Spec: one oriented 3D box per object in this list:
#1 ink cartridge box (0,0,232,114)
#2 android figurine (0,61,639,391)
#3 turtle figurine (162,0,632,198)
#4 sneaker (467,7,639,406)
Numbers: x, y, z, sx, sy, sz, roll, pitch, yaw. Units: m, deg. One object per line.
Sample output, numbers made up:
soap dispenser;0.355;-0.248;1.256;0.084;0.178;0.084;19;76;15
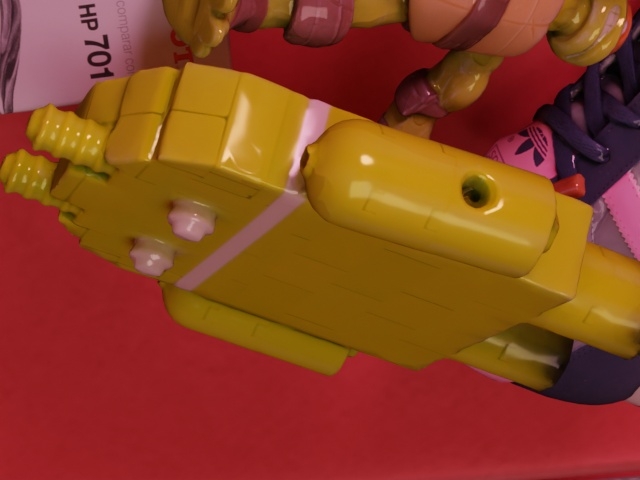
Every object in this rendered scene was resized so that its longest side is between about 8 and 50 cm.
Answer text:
ink cartridge box;-0.138;-0.129;0.777;0.190;0.082;0.140;-7;128;-2
android figurine;0.000;0.000;0.794;0.272;0.056;0.248;19;161;-17
turtle figurine;0.060;-0.117;0.758;0.217;0.087;0.269;12;136;-33
sneaker;0.148;-0.047;0.864;0.131;0.112;0.319;6;125;-17
